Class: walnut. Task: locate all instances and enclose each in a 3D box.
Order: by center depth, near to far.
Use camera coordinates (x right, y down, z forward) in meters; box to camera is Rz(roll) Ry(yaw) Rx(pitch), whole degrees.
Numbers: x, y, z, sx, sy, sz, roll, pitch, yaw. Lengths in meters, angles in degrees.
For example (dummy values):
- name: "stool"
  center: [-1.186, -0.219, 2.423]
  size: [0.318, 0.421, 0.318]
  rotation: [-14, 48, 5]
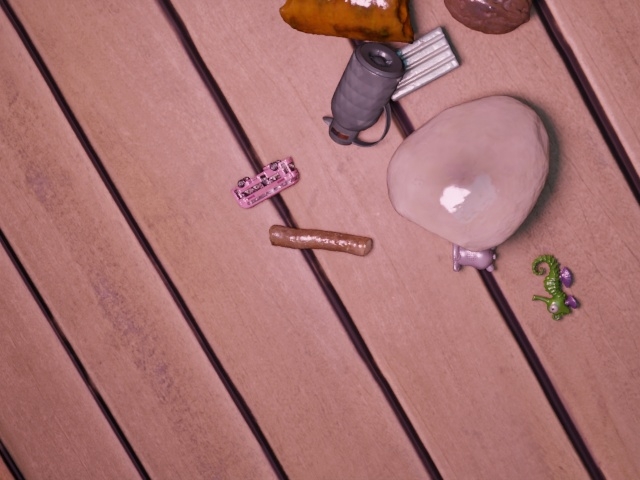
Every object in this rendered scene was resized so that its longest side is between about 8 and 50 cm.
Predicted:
- name: "walnut"
  center: [0.431, -0.614, 1.786]
  size: [0.231, 0.178, 0.178]
  rotation: [27, 105, -6]

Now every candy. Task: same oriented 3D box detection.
- name: "candy"
  center: [0.392, -0.187, 1.827]
  size: [0.386, 0.186, 0.427]
  rotation: [44, 94, 18]

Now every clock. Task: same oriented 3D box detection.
- name: "clock"
  center: [0.423, 0.000, 1.943]
  size: [0.117, 0.080, 0.176]
  rotation: [-1, 101, 13]

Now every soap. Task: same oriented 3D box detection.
- name: "soap"
  center: [0.260, -0.471, 1.894]
  size: [0.198, 0.066, 0.119]
  rotation: [-26, 92, 15]

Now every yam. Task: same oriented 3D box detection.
- name: "yam"
  center: [0.000, 0.000, 2.041]
  size: [0.300, 0.066, 0.066]
  rotation: [6, 102, 11]

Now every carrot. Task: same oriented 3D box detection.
- name: "carrot"
  center: [0.088, -0.637, 1.812]
  size: [0.341, 0.241, 0.241]
  rotation: [11, 103, 7]

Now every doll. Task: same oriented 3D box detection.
- name: "doll"
  center: [0.636, 0.128, 1.940]
  size: [0.115, 0.050, 0.190]
  rotation: [-12, 96, 7]

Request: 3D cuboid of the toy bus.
- name: "toy bus"
  center: [-0.159, -0.166, 2.044]
  size: [0.203, 0.063, 0.090]
  rotation: [-28, 97, 17]

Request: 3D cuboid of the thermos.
- name: "thermos"
  center: [0.118, -0.366, 1.872]
  size: [0.182, 0.145, 0.286]
  rotation: [37, 137, 10]
